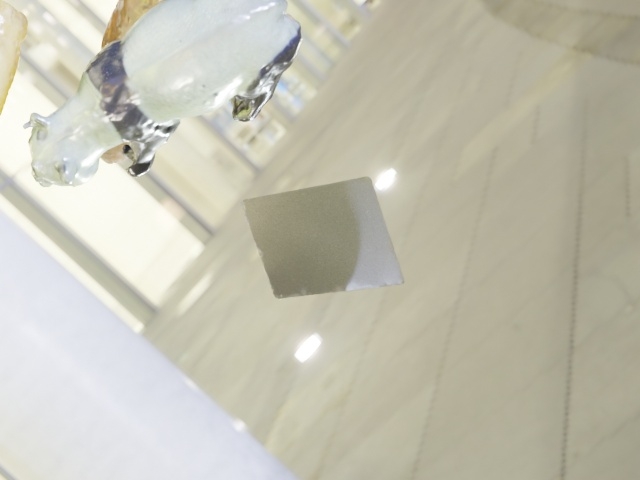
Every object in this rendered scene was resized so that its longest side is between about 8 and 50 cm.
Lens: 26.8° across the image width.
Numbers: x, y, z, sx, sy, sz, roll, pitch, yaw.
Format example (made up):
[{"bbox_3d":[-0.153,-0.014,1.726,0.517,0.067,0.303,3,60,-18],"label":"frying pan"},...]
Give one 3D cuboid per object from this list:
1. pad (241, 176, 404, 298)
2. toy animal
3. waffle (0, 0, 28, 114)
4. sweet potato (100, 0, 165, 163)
[{"bbox_3d":[0.000,0.000,1.668,0.211,0.143,0.003,-8,17,39],"label":"pad"},{"bbox_3d":[-0.107,-0.108,0.923,0.225,0.094,0.121,-27,1,6],"label":"toy animal"},{"bbox_3d":[-0.488,-0.220,1.546,0.057,0.274,0.168,84,-160,-78],"label":"waffle"},{"bbox_3d":[-0.133,-0.178,1.118,0.114,0.092,0.342,-115,35,-46],"label":"sweet potato"}]
